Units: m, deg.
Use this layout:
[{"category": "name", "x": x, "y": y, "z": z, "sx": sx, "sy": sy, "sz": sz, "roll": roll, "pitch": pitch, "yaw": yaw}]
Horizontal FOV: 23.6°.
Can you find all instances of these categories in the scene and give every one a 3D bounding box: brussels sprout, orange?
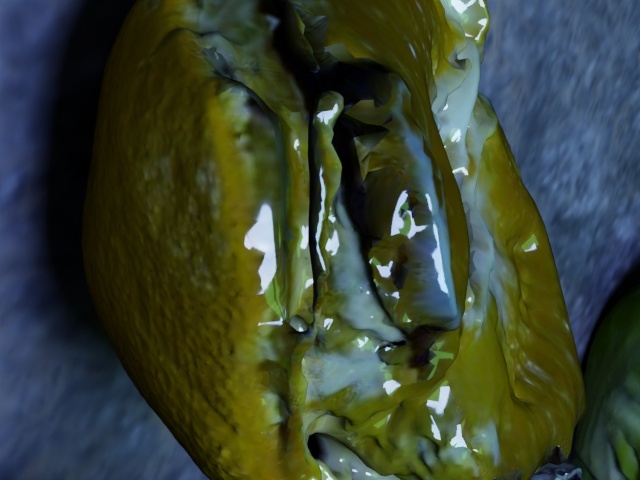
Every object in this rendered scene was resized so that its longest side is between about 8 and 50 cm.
[{"category": "brussels sprout", "x": 0.198, "y": 0.082, "z": 0.762, "sx": 0.155, "sy": 0.155, "sz": 0.117, "roll": -69, "pitch": 163, "yaw": 3}, {"category": "orange", "x": 0.000, "y": 0.000, "z": 0.382, "sx": 0.160, "sy": 0.112, "sz": 0.169, "roll": 14, "pitch": 78, "yaw": -67}]

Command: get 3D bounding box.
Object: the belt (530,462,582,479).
[{"category": "belt", "x": -0.019, "y": 0.117, "z": 0.458, "sx": 0.359, "sy": 0.094, "sz": 0.126, "roll": 7, "pitch": 105, "yaw": -60}]
